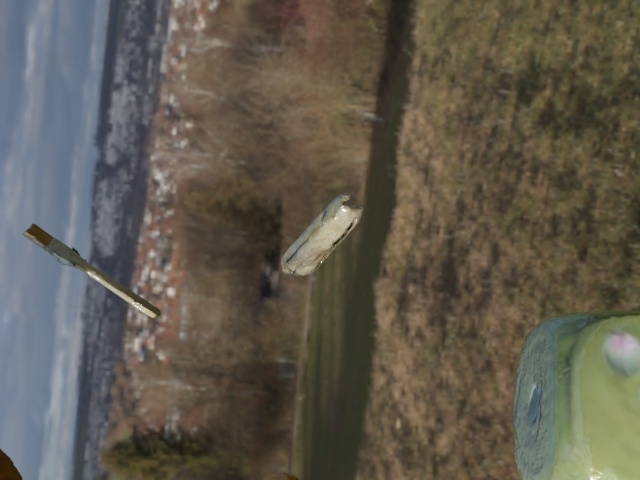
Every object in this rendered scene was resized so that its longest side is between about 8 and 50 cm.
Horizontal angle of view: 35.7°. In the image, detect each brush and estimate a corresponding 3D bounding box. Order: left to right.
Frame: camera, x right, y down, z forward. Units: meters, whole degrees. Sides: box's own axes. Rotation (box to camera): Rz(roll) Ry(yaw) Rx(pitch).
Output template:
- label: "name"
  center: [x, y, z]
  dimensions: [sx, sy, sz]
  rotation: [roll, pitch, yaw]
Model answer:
- label: "brush"
  center: [-0.486, 0.071, 2.133]
  dimensions: [0.020, 0.336, 0.085]
  rotation: [-53, 10, 11]

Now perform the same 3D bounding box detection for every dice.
- label: "dice"
  center: [0.416, 0.241, 1.389]
  dimensions: [0.254, 0.250, 0.252]
  rotation: [104, 170, -73]

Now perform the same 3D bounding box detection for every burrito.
- label: "burrito"
  center: [0.000, -0.001, 1.406]
  dimensions: [0.188, 0.058, 0.045]
  rotation: [-48, 26, 40]

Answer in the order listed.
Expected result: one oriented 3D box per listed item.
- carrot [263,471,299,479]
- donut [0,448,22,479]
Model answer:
- label: "carrot"
  center: [0.000, 0.439, 1.441]
  dimensions: [0.066, 0.066, 0.314]
  rotation: [-100, -15, -51]
- label: "donut"
  center: [-0.667, 0.489, 1.807]
  dimensions: [0.277, 0.108, 0.277]
  rotation: [52, -152, -42]
